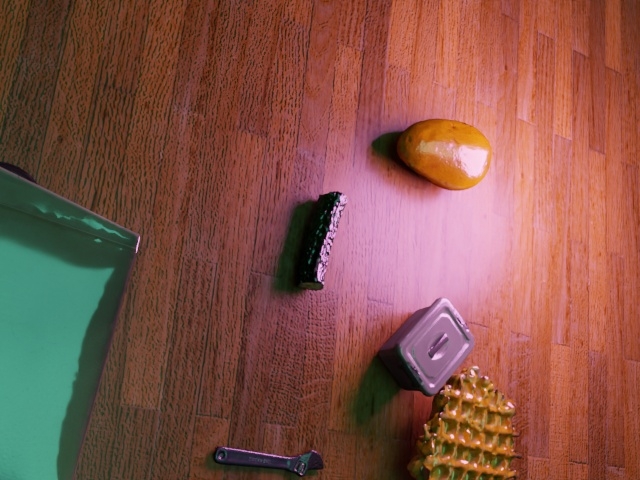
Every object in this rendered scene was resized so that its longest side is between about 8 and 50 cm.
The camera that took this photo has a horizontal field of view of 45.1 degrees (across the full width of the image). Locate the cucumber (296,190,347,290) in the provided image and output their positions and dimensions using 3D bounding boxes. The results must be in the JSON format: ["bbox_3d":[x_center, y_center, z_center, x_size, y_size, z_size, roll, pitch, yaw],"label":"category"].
[{"bbox_3d":[0.000,0.000,1.392,0.058,0.058,0.187,26,68,-26],"label":"cucumber"}]

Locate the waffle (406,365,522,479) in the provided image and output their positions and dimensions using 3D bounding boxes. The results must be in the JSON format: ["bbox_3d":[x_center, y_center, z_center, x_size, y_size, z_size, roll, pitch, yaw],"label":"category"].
[{"bbox_3d":[0.271,0.402,1.449,0.329,0.062,0.329,4,84,-42],"label":"waffle"}]

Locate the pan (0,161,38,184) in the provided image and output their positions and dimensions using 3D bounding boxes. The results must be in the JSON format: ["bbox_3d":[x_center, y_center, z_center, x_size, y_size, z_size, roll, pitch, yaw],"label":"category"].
[{"bbox_3d":[-0.506,-0.063,1.093,0.235,0.028,0.136,17,70,-29],"label":"pan"}]

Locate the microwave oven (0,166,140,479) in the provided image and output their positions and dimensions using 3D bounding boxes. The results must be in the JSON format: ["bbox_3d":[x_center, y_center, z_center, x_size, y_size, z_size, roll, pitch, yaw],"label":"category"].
[{"bbox_3d":[-0.416,0.109,0.892,0.247,0.394,0.333,23,68,-28],"label":"microwave oven"}]

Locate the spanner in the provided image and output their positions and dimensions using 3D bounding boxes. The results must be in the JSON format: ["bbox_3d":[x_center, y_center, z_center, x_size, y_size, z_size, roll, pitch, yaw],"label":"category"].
[{"bbox_3d":[-0.082,0.364,1.283,0.208,0.012,0.046,16,71,-29],"label":"spanner"}]

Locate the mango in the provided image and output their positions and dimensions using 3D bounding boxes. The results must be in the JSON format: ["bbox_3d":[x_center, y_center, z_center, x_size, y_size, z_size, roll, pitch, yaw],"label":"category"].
[{"bbox_3d":[0.251,-0.174,1.557,0.227,0.109,0.147,1,81,-32],"label":"mango"}]

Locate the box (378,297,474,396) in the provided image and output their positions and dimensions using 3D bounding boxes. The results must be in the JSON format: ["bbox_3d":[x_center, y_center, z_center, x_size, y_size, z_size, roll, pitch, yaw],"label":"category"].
[{"bbox_3d":[0.194,0.202,1.448,0.172,0.093,0.124,-40,101,-33],"label":"box"}]
